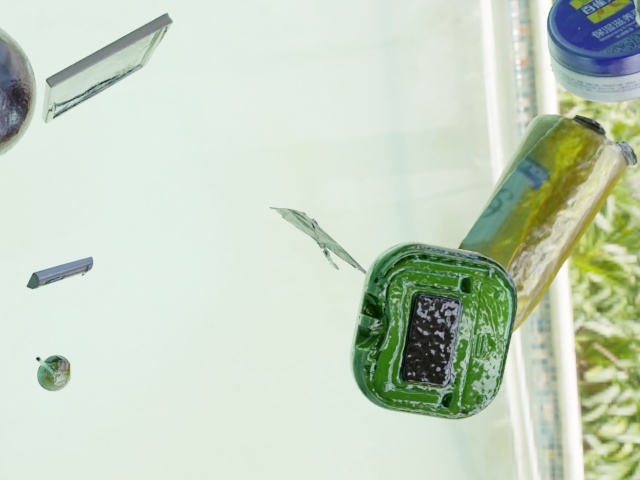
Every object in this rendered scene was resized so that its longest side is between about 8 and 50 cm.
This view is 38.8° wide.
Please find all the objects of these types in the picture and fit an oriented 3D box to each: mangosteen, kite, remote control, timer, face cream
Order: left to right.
[{"bbox_3d":[-0.438,-0.164,1.055,0.216,0.216,0.216,-4,90,-70],"label":"mangosteen"},{"bbox_3d":[-0.325,0.043,1.142,0.016,0.034,0.091,49,38,18],"label":"remote control"},{"bbox_3d":[-0.001,0.001,1.581,0.012,0.229,0.250,-49,155,-12],"label":"kite"},{"bbox_3d":[0.092,0.075,0.738,0.047,0.128,0.140,-153,-106,-80],"label":"timer"},{"bbox_3d":[0.465,-0.317,1.441,0.111,0.206,0.206,69,26,-49],"label":"face cream"}]

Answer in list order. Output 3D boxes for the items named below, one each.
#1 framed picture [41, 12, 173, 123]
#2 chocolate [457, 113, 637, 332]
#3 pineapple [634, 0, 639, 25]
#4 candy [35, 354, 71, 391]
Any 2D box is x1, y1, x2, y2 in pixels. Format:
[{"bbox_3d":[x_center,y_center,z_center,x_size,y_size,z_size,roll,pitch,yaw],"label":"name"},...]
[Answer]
[{"bbox_3d":[-0.409,-0.316,1.705,0.022,0.247,0.335,58,-18,-7],"label":"framed picture"},{"bbox_3d":[0.273,0.031,1.299,0.445,0.162,0.162,-58,154,-5],"label":"chocolate"},{"bbox_3d":[0.320,-0.246,0.785,0.111,0.119,0.237,60,32,-28],"label":"pineapple"},{"bbox_3d":[-0.432,0.201,1.444,0.202,0.061,0.061,116,-23,-72],"label":"candy"}]
